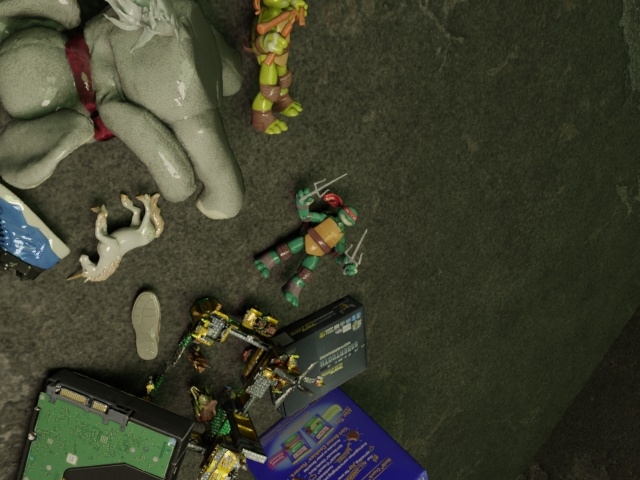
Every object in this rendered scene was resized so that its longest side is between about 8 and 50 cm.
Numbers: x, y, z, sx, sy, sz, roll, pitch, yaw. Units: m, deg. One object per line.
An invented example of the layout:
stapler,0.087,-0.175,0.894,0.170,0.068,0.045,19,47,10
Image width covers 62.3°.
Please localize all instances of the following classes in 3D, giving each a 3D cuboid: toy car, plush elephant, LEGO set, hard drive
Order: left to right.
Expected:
hard drive,-0.359,0.399,0.843,0.236,0.064,0.339,20,103,3
plush elephant,-0.251,-0.176,0.627,0.330,0.255,0.272,60,24,-72
LEGO set,-0.173,0.278,0.894,0.255,0.192,0.331,40,88,-26
toy car,-0.152,0.263,1.036,0.040,0.060,0.122,33,82,-11

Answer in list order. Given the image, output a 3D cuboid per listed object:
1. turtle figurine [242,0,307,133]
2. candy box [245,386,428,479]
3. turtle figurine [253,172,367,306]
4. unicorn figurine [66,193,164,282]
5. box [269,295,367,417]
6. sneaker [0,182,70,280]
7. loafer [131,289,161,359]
turtle figurine,-0.070,-0.270,0.763,0.087,0.270,0.217,6,129,2
candy box,0.027,0.493,1.109,0.268,0.317,0.122,-35,129,-19
turtle figurine,0.000,0.000,0.967,0.234,0.175,0.118,-43,175,3
unicorn figurine,-0.300,-0.004,0.781,0.161,0.060,0.111,-21,123,-28
box,-0.005,0.247,1.136,0.232,0.059,0.184,-23,125,-28
sneaker,-0.411,-0.008,0.694,0.084,0.058,0.152,-47,139,-21
loafer,-0.287,0.136,0.883,0.045,0.039,0.125,5,109,-4
